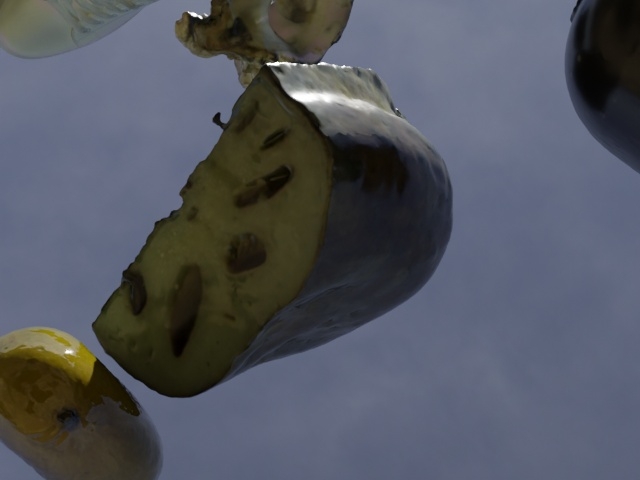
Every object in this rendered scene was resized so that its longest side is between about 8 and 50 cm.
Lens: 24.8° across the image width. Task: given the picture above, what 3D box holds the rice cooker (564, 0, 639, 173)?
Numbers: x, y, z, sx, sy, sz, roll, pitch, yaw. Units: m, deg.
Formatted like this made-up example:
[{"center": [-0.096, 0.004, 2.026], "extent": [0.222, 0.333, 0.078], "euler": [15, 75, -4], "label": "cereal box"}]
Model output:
[{"center": [0.305, -0.137, 1.018], "extent": [0.224, 0.267, 0.267], "euler": [42, -98, 14], "label": "rice cooker"}]

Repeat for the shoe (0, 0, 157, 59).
[{"center": [-0.235, -0.308, 1.692], "extent": [0.363, 0.132, 0.160], "euler": [-34, -153, 13], "label": "shoe"}]

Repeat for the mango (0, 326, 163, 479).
[{"center": [-0.172, 0.136, 1.060], "extent": [0.091, 0.237, 0.137], "euler": [-46, -116, -6], "label": "mango"}]

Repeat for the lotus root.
[{"center": [0.001, 0.008, 1.146], "extent": [0.149, 0.260, 0.267], "euler": [48, -63, 23], "label": "lotus root"}]

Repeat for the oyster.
[{"center": [-0.049, -0.201, 1.195], "extent": [0.081, 0.191, 0.163], "euler": [15, -69, 36], "label": "oyster"}]
